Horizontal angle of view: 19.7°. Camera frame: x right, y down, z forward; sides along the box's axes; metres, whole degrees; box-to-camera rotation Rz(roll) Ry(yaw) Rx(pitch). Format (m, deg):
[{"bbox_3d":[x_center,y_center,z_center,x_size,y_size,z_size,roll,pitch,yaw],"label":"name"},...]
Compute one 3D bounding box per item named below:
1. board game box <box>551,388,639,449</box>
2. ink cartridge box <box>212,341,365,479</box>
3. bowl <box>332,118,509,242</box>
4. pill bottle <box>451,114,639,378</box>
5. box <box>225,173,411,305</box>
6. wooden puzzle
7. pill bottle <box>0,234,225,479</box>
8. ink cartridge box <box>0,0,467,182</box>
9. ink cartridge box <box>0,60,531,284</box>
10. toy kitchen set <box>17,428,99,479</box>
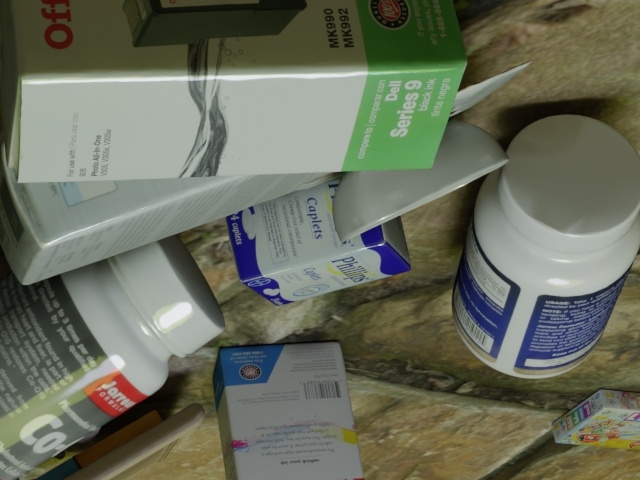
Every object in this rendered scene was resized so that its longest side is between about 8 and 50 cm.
[{"bbox_3d":[0.375,0.221,2.257,0.154,0.026,0.103,8,147,-29],"label":"board game box"},{"bbox_3d":[-0.031,0.226,1.925,0.134,0.231,0.078,-2,151,-13],"label":"ink cartridge box"},{"bbox_3d":[0.074,-0.053,1.526,0.142,0.053,0.142,-26,180,-12],"label":"bowl"},{"bbox_3d":[0.209,0.007,1.684,0.153,0.153,0.265,-6,152,-7],"label":"pill bottle"},{"bbox_3d":[0.000,0.000,1.664,0.137,0.072,0.126,-16,165,10],"label":"box"},{"bbox_3d":[-0.246,0.252,1.995,0.221,0.044,0.238,-29,173,-25],"label":"wooden puzzle"},{"bbox_3d":[-0.238,0.099,1.644,0.283,0.161,0.161,-32,148,5],"label":"pill bottle"},{"bbox_3d":[-0.070,-0.158,1.233,0.289,0.211,0.121,-3,149,-13],"label":"ink cartridge box"},{"bbox_3d":[-0.063,-0.079,1.434,0.385,0.091,0.308,-21,178,-13],"label":"ink cartridge box"},{"bbox_3d":[-0.353,0.173,1.888,0.207,0.122,0.166,-34,148,2],"label":"toy kitchen set"}]
